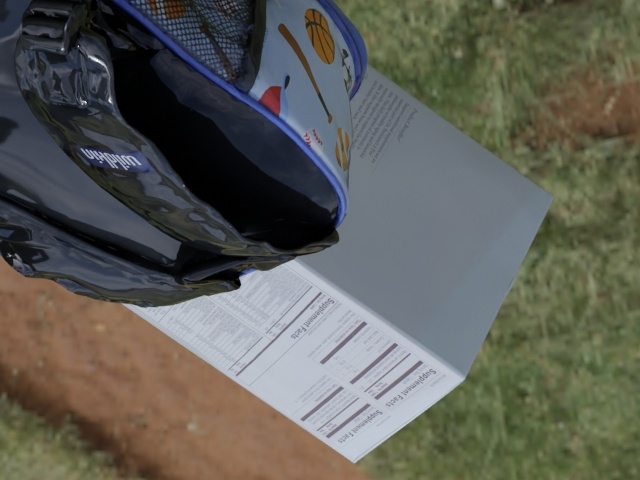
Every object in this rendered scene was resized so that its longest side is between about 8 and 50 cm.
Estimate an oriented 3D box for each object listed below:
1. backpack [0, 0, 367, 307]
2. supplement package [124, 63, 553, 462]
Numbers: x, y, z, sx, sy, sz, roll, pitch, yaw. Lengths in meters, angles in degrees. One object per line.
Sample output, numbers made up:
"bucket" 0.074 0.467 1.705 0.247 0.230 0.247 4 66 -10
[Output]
"backpack" -0.111 -0.085 0.841 0.276 0.213 0.263 -13 139 39
"supplement package" 0.000 0.000 1.283 0.263 0.199 0.198 35 144 -6
